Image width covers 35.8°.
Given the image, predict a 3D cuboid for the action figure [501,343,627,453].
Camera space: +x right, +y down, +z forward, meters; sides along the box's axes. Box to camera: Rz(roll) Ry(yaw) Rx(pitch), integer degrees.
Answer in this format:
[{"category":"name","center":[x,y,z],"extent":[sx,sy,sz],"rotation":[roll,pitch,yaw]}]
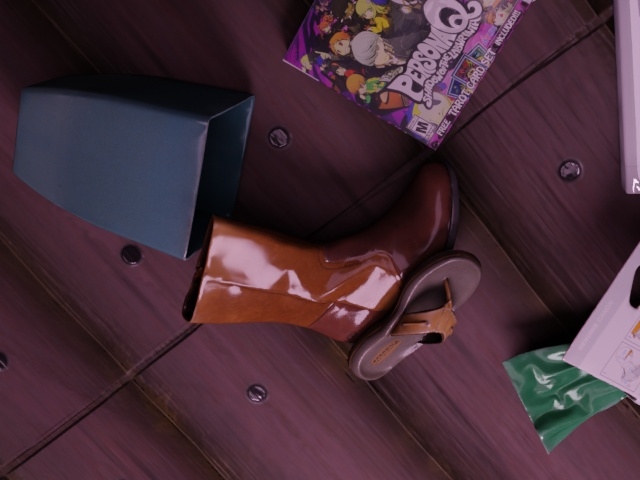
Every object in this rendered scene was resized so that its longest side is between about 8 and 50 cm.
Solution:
[{"category":"action figure","center":[0.359,0.157,1.243],"extent":[0.232,0.063,0.137],"rotation":[-26,104,6]}]

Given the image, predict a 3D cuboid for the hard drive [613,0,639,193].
[{"category":"hard drive","center":[0.448,-0.237,1.104],"extent":[0.233,0.047,0.353],"rotation":[-6,109,7]}]

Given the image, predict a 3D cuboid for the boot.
[{"category":"boot","center":[0.000,0.000,1.159],"extent":[0.281,0.096,0.264],"rotation":[12,124,-24]}]

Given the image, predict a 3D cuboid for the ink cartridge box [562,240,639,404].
[{"category":"ink cartridge box","center":[0.439,0.071,1.167],"extent":[0.239,0.060,0.275],"rotation":[28,101,-15]}]

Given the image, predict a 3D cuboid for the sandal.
[{"category":"sandal","center":[0.115,0.100,1.167],"extent":[0.090,0.060,0.219],"rotation":[25,118,-37]}]

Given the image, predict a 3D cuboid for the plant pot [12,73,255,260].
[{"category":"plant pot","center":[-0.223,-0.105,1.148],"extent":[0.234,0.165,0.165],"rotation":[15,110,8]}]

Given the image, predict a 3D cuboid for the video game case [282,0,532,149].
[{"category":"video game case","center":[0.101,-0.250,1.114],"extent":[0.210,0.042,0.232],"rotation":[31,115,-2]}]
